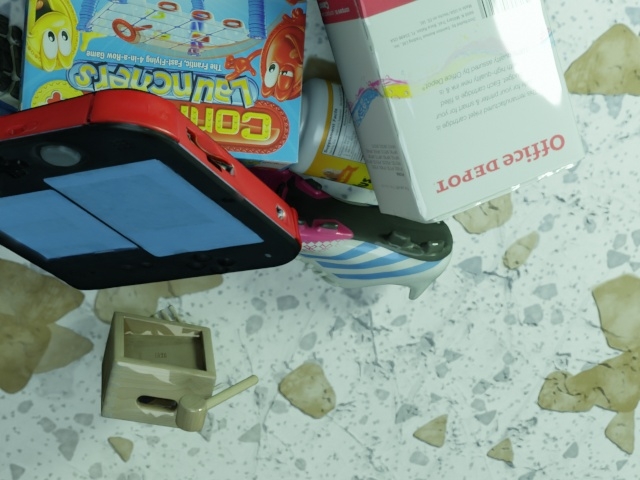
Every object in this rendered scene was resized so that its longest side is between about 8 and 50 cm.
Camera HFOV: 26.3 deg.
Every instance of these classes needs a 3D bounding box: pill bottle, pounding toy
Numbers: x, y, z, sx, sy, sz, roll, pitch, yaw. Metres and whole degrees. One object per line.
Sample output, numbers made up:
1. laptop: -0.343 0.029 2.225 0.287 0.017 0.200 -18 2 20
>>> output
1. pill bottle: 0.034 -0.127 1.660 0.215 0.117 0.117 13 111 -17
2. pounding toy: -0.174 0.189 1.685 0.181 0.206 0.094 11 113 -13

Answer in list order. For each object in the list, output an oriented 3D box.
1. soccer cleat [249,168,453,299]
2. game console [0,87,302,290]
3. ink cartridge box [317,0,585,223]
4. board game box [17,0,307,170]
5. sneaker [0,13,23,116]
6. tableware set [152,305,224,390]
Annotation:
1. soccer cleat: 0.000 0.000 1.716 0.331 0.116 0.143 15 136 -9
2. game console: -0.236 -0.037 1.510 0.342 0.060 0.386 -12 153 22
3. ink cartridge box: 0.142 -0.200 1.554 0.226 0.131 0.306 -21 104 -18
4. board game box: -0.171 -0.241 1.512 0.308 0.086 0.302 4 86 -14
5. sneaker: -0.455 -0.195 1.538 0.330 0.129 0.147 21 132 -27
6. tableware set: -0.201 0.166 1.796 0.104 0.024 0.154 -28 117 2
